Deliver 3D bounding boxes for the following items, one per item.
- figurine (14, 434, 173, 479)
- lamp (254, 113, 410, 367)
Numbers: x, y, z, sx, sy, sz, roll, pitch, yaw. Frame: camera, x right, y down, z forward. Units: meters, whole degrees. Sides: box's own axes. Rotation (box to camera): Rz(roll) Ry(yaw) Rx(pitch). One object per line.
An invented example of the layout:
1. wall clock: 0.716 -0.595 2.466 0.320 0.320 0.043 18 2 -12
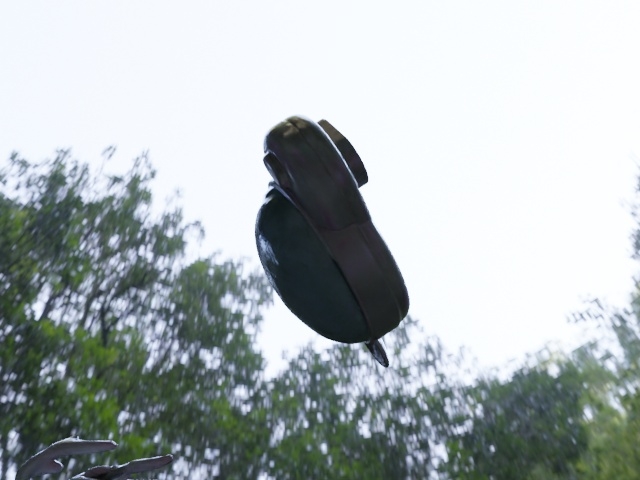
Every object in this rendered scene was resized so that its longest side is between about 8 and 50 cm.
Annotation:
1. figurine: -0.245 0.156 0.850 0.284 0.206 0.315 -24 -92 -4
2. lamp: -0.002 0.001 1.139 0.108 0.179 0.246 -30 -51 -16
